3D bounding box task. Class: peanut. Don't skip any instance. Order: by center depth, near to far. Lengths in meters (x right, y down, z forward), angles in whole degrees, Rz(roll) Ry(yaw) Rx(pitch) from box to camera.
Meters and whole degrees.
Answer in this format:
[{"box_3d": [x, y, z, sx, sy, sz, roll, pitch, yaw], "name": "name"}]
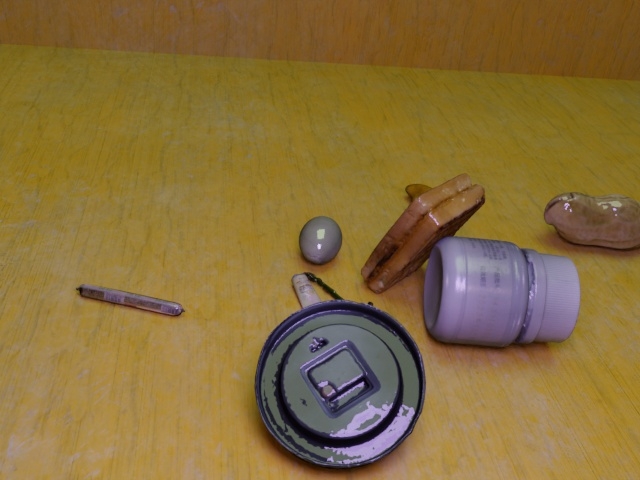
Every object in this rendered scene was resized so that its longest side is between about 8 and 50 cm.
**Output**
[{"box_3d": [0.807, -0.054, 2.066, 0.339, 0.159, 0.174, 1, -6, -3], "name": "peanut"}]

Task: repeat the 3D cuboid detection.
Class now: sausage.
[{"box_3d": [-0.438, 0.136, 1.641, 0.269, 0.033, 0.033, 11, 32, 7], "name": "sausage"}]

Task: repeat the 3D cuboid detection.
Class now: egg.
[{"box_3d": [0.000, 0.000, 1.864, 0.114, 0.114, 0.152, 9, 38, 3], "name": "egg"}]

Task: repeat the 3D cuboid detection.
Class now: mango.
[{"box_3d": [0.320, -0.119, 2.155, 0.098, 0.075, 0.190, 3, 25, -16], "name": "mango"}]

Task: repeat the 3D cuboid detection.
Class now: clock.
[{"box_3d": [0.038, 0.271, 1.356, 0.324, 0.067, 0.325, -1, 61, 1], "name": "clock"}]

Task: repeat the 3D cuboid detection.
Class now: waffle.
[{"box_3d": [0.243, -0.012, 1.735, 0.224, 0.328, 0.098, -27, 73, -39], "name": "waffle"}]

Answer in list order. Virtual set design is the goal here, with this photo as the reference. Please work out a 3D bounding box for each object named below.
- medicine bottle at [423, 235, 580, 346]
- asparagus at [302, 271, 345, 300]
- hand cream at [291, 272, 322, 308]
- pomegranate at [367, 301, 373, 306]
[{"box_3d": [0.406, 0.121, 1.628, 0.306, 0.245, 0.245, 6, 32, -3], "name": "medicine bottle"}, {"box_3d": [0.033, 0.133, 1.750, 0.233, 0.023, 0.022, 36, -2, 37], "name": "asparagus"}, {"box_3d": [-0.033, 0.133, 1.725, 0.061, 0.039, 0.143, -6, 39, -24], "name": "hand cream"}, {"box_3d": [0.032, 0.221, 1.496, 0.220, 0.156, 0.156, -24, 43, -33], "name": "pomegranate"}]
